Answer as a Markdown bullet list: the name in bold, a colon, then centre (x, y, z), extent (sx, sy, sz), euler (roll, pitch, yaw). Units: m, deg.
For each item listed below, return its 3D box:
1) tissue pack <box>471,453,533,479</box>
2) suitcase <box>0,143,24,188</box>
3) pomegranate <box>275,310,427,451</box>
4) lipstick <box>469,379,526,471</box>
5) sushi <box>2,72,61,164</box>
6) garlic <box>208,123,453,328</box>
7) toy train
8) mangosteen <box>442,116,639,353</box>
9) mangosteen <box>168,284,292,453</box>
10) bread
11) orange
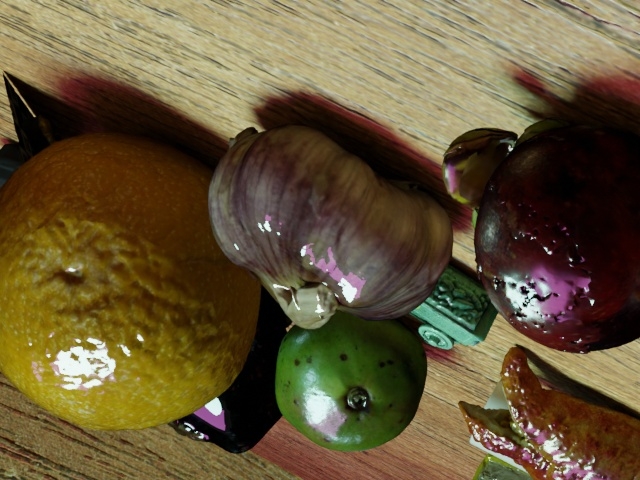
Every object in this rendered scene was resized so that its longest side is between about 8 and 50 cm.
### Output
- **tissue pack**: centre (0.336, 0.422, 2.239), extent (0.192, 0.134, 0.271), euler (19, 162, 37)
- **suitcase**: centre (-0.298, -0.019, 2.105), extent (0.206, 0.066, 0.285), euler (17, 161, 39)
- **pomegranate**: centre (0.034, 0.154, 1.895), extent (0.187, 0.187, 0.225), euler (32, -167, -8)
- **lipstick**: centre (0.339, 0.273, 1.837), extent (0.327, 0.087, 0.087), euler (26, 165, 12)
- **sushi**: centre (-0.316, -0.104, 1.834), extent (0.031, 0.139, 0.201), euler (-17, 158, 1)
- **garlic**: centre (0.000, 0.000, 1.429), extent (0.245, 0.160, 0.245), euler (24, 173, 3)
- **toy train**: centre (0.101, 0.048, 1.587), extent (0.172, 0.070, 0.099), euler (33, 158, -7)
- **mangosteen**: centre (0.174, -0.013, 1.103), extent (0.180, 0.166, 0.166), euler (51, -179, 38)
- **mangosteen**: centre (-0.121, 0.143, 1.989), extent (0.243, 0.243, 0.243), euler (27, 165, 8)
- **bread**: centre (0.284, 0.233, 1.737), extent (0.269, 0.095, 0.139), euler (28, 121, -6)
- **orange**: centre (-0.213, 0.045, 1.702), extent (0.322, 0.322, 0.357), euler (28, 176, 5)
